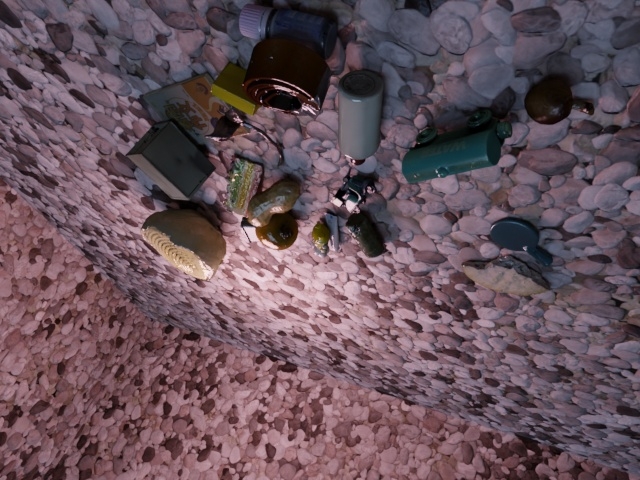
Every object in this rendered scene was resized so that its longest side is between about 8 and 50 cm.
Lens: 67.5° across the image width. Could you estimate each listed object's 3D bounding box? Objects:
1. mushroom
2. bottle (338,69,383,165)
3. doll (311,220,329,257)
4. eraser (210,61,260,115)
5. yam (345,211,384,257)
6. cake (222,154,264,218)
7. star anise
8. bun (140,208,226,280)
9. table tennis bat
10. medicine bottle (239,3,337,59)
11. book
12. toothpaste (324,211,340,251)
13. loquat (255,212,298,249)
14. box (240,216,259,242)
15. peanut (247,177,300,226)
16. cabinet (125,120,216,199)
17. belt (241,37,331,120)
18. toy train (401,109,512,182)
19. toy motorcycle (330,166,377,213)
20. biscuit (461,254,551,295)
[{"bbox_3d":[0.462,-0.262,0.919,0.129,0.073,0.088,14,118,14],"label":"mushroom"},{"bbox_3d":[0.093,-0.275,1.142,0.104,0.104,0.245,17,149,14],"label":"bottle"},{"bbox_3d":[0.000,0.000,1.655,0.062,0.106,0.162,-11,155,-5],"label":"doll"},{"bbox_3d":[-0.198,-0.381,1.200,0.122,0.097,0.045,28,150,-1],"label":"eraser"},{"bbox_3d":[0.145,-0.012,1.540,0.078,0.078,0.179,2,141,35],"label":"yam"},{"bbox_3d":[-0.247,-0.190,1.594,0.109,0.090,0.225,25,131,5],"label":"cake"},{"bbox_3d":[-0.185,-0.274,1.327,0.227,0.148,0.218,35,174,-16],"label":"star anise"},{"bbox_3d":[-0.525,-0.005,1.930,0.364,0.202,0.364,25,154,13],"label":"bun"},{"bbox_3d":[0.555,0.007,1.310,0.201,0.033,0.124,34,151,-10],"label":"table tennis bat"},{"bbox_3d":[-0.070,-0.446,1.014,0.203,0.083,0.083,18,149,10],"label":"medicine bottle"},{"bbox_3d":[-0.367,-0.375,1.414,0.295,0.020,0.208,-1,142,38],"label":"book"},{"bbox_3d":[0.044,-0.027,1.641,0.048,0.031,0.190,23,148,24],"label":"toothpaste"},{"bbox_3d":[-0.151,-0.036,1.664,0.163,0.137,0.163,32,151,21],"label":"loquat"},{"bbox_3d":[-0.238,-0.049,1.768,0.069,0.084,0.122,5,146,18],"label":"box"},{"bbox_3d":[-0.156,-0.119,1.532,0.229,0.098,0.103,-28,105,27],"label":"peanut"},{"bbox_3d":[-0.480,-0.253,1.536,0.150,0.145,0.206,10,149,50],"label":"cabinet"},{"bbox_3d":[-0.074,-0.348,1.059,0.184,0.105,0.261,18,178,-22],"label":"belt"},{"bbox_3d":[0.294,-0.196,1.066,0.248,0.159,0.101,-7,132,45],"label":"toy train"},{"bbox_3d":[0.098,-0.141,1.396,0.100,0.058,0.173,33,152,-1],"label":"toy motorcycle"},{"bbox_3d":[0.562,0.109,1.457,0.265,0.040,0.188,13,150,21],"label":"biscuit"}]
